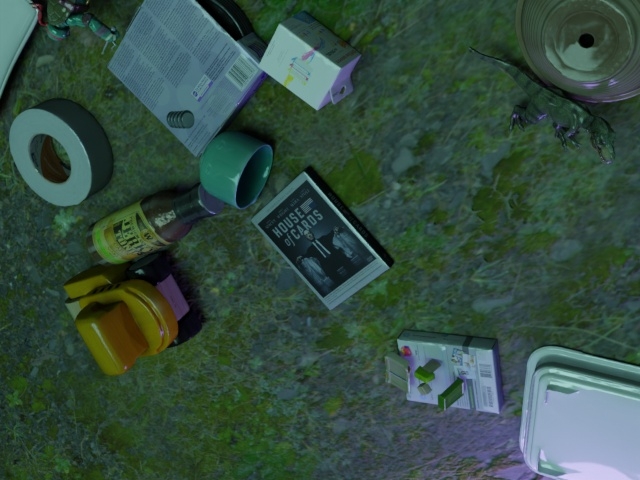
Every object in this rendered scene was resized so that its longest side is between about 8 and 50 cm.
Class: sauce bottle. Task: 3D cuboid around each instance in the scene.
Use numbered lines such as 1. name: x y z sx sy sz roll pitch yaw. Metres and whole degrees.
1. sauce bottle: -0.338 -0.039 1.668 0.344 0.111 0.111 -21 105 37

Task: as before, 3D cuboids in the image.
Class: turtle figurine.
1. turtle figurine: -0.426 -0.426 1.472 0.175 0.118 0.234 52 120 19

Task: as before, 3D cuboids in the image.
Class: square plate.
1. square plate: -0.741 -0.470 1.687 0.344 0.049 0.347 45 129 0

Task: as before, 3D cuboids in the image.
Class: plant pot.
1. plant pot: 0.371 -0.287 1.114 0.237 0.110 0.237 17 128 23

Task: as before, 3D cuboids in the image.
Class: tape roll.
1. tape roll: -0.545 -0.184 1.727 0.219 0.072 0.219 14 122 23

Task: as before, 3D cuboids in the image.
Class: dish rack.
1. dish rack: 0.513 0.344 1.435 0.332 0.072 0.286 11 121 23

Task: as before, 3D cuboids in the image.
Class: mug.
1. mug: -0.164 -0.124 1.507 0.097 0.129 0.158 27 127 15

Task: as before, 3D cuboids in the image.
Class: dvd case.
1. dvd case: 0.000 0.000 1.551 0.239 0.029 0.179 48 128 -4

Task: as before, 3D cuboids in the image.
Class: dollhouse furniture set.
1. dollhouse furniture set: 0.192 0.255 1.545 0.151 0.058 0.076 26 137 39

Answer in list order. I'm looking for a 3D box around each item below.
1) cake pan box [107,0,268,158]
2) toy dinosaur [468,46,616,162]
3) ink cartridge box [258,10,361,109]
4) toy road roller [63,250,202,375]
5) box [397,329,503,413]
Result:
1. cake pan box: -0.232 -0.321 1.473 0.246 0.070 0.267 43 129 -1
2. toy dinosaur: 0.330 -0.191 1.211 0.268 0.064 0.118 40 168 25
3. ink cartridge box: -0.009 -0.290 1.348 0.143 0.092 0.090 37 128 5
4. toy road roller: -0.445 0.175 1.769 0.329 0.240 0.202 -14 109 35
5. box: 0.245 0.246 1.549 0.186 0.038 0.145 2 117 28
